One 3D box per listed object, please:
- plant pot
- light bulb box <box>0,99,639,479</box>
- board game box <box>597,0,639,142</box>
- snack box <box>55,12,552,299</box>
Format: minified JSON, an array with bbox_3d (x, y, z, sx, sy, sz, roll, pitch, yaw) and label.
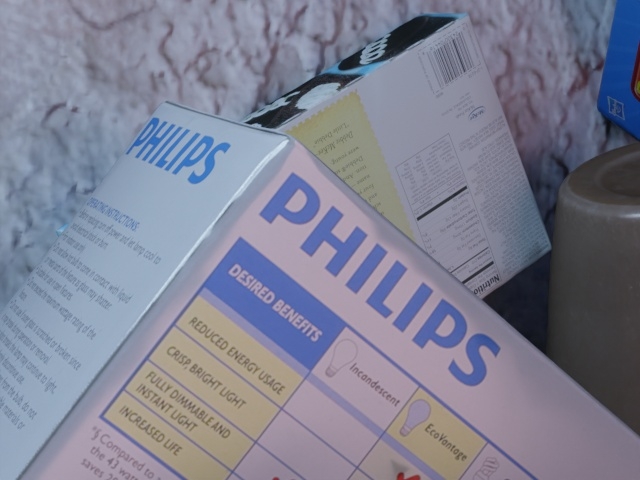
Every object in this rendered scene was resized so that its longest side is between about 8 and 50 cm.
[{"bbox_3d":[0.257,0.057,1.344,0.263,0.263,0.229,-25,114,-31],"label":"plant pot"},{"bbox_3d":[-0.039,0.171,1.113,0.358,0.225,0.361,40,84,-23],"label":"light bulb box"},{"bbox_3d":[0.344,-0.248,1.400,0.302,0.086,0.308,-37,151,-27],"label":"board game box"},{"bbox_3d":[0.000,0.000,1.292,0.322,0.060,0.187,-32,112,-29],"label":"snack box"}]
